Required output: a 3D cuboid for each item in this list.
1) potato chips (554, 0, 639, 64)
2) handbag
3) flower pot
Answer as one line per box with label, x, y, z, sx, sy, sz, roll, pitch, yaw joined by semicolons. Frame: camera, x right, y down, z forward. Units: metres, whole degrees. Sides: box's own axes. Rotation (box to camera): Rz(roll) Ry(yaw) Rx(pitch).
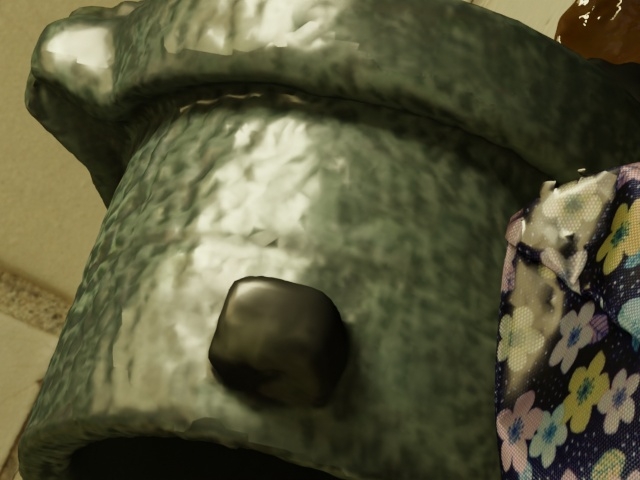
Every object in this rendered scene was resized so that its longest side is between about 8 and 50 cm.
potato chips;0.196;-0.150;0.987;0.202;0.049;0.150;-61;22;3
handbag;0.124;0.092;0.514;0.208;0.126;0.229;-131;32;-66
flower pot;0.000;0.000;0.883;0.299;0.299;0.283;-38;31;61
